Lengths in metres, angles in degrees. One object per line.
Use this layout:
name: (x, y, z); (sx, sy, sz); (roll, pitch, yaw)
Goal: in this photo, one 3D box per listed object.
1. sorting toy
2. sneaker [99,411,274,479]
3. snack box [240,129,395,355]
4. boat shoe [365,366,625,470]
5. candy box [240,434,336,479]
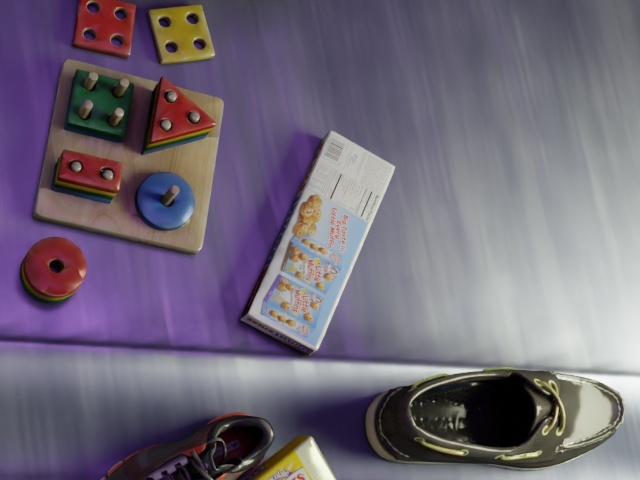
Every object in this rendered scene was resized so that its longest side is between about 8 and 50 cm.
sorting toy: (-0.141, -0.079, 1.032); (0.132, 0.046, 0.274); (14, 69, -17)
sneaker: (-0.100, 0.166, 0.960); (0.158, 0.065, 0.061); (-32, 88, -27)
snack box: (0.000, 0.000, 1.076); (0.064, 0.022, 0.178); (29, 65, -12)
boat shoe: (0.152, 0.142, 1.066); (0.228, 0.068, 0.081); (-2, 74, -22)
candy box: (-0.061, 0.242, 0.962); (0.206, 0.027, 0.105); (-35, 101, -27)
